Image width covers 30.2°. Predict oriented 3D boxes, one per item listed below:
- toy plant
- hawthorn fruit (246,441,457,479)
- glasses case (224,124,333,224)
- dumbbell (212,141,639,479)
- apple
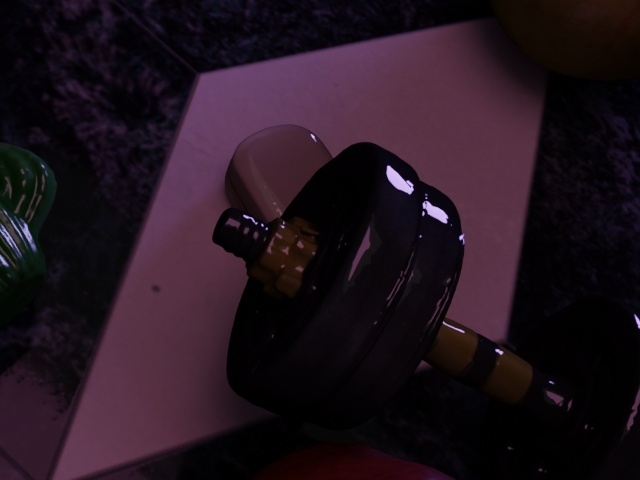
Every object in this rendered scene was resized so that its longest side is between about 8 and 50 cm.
[{"bbox_3d":[-0.299,-0.021,0.814,0.240,0.088,0.154,16,73,1],"label":"toy plant"},{"bbox_3d":[0.017,0.272,0.651,0.265,0.265,0.307,29,74,1],"label":"hawthorn fruit"},{"bbox_3d":[0.000,0.000,0.909,0.083,0.050,0.196,-23,71,-24],"label":"glasses case"},{"bbox_3d":[0.101,0.078,0.780,0.388,0.185,0.185,30,56,-18],"label":"dumbbell"},{"bbox_3d":[0.259,-0.253,1.042,0.261,0.194,0.261,9,59,-14],"label":"apple"}]
